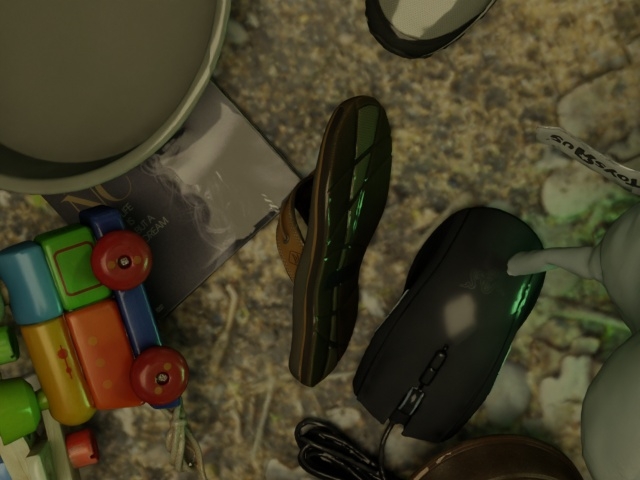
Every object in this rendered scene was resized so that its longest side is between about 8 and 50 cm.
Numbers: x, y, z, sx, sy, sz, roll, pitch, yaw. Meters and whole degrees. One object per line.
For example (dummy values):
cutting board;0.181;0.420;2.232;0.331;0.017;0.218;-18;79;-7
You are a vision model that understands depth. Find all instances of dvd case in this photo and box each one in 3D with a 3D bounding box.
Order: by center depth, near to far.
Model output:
dvd case;-0.142;-0.070;0.765;0.164;0.018;0.221;-42;92;14

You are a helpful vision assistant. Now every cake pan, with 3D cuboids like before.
cake pan;-0.195;-0.180;0.716;0.293;0.054;0.293;1;96;14

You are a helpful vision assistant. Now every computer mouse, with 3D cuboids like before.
computer mouse;0.109;0.118;0.740;0.184;0.060;0.262;34;105;2

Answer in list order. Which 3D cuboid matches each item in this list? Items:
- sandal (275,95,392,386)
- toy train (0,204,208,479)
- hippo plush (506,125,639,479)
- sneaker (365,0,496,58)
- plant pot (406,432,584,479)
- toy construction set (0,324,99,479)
sandal;0.000;0.000;0.734;0.060;0.090;0.219;20;112;27
toy train;-0.173;0.111;0.720;0.143;0.105;0.248;-20;103;-20
hippo plush;0.226;0.036;0.510;0.294;0.236;0.234;17;132;17
sneaker;0.113;-0.242;0.645;0.100;0.108;0.271;34;106;-1
plant pot;0.141;0.245;0.675;0.167;0.165;0.167;-4;109;-11
toy construction set;-0.337;0.148;0.743;0.328;0.151;0.215;-8;59;-17
